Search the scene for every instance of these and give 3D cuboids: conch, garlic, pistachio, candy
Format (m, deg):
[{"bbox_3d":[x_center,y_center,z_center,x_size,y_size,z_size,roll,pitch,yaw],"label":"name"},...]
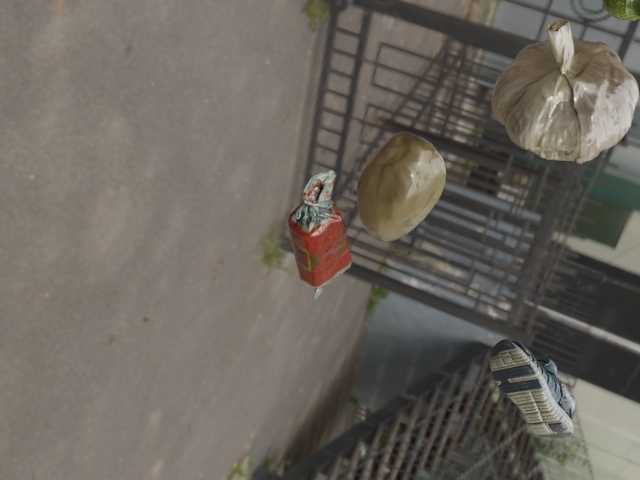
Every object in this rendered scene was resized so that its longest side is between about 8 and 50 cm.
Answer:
[{"bbox_3d":[0.560,-0.454,1.545,0.074,0.121,0.089,-30,157,-7],"label":"conch"},{"bbox_3d":[0.364,-0.237,1.236,0.218,0.219,0.212,-62,156,-23],"label":"garlic"},{"bbox_3d":[0.126,-0.082,1.351,0.135,0.136,0.226,-59,171,-35],"label":"pistachio"},{"bbox_3d":[0.000,0.001,1.208,0.086,0.059,0.292,-41,152,-19],"label":"candy"}]

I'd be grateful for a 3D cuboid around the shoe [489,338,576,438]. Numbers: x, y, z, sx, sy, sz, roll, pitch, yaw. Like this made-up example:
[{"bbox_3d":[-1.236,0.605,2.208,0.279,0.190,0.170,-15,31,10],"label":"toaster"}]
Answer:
[{"bbox_3d":[0.259,0.170,0.996,0.064,0.143,0.071,-25,-161,45],"label":"shoe"}]
